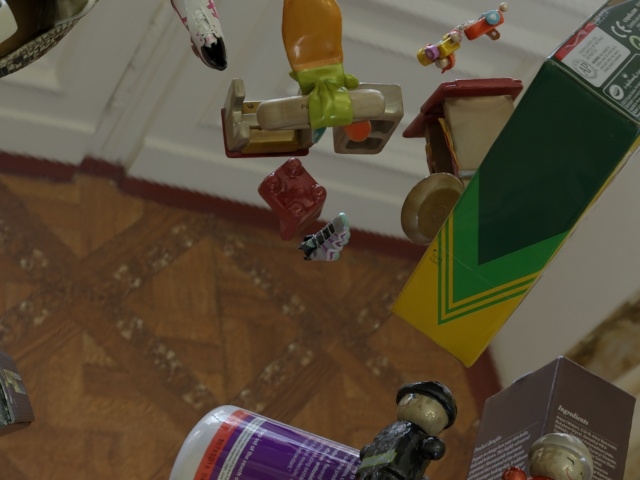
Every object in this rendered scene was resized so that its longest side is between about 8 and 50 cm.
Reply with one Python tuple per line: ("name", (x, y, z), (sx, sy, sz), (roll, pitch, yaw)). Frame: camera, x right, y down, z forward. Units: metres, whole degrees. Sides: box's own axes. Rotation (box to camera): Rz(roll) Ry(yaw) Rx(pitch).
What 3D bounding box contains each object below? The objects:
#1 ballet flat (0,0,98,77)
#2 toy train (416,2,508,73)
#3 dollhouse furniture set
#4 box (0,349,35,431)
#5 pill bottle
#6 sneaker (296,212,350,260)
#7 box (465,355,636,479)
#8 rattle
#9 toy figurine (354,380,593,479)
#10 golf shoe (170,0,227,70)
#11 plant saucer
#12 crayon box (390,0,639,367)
("ballet flat", (-0.324, -0.217, 1.118), (0.483, 0.182, 0.164), (-45, 123, -31))
("toy train", (0.197, -0.270, 1.623), (0.125, 0.166, 0.046), (-31, 97, -4))
("dollhouse furniture set", (0.072, -0.074, 1.421), (0.374, 0.152, 0.201), (-3, 71, -15))
("box", (-0.308, 0.134, 0.759), (0.233, 0.183, 0.059), (-20, 85, -13))
("pill bottle", (-0.002, 0.313, 1.315), (0.323, 0.181, 0.181), (17, 38, 16))
("sneaker", (0.000, 0.000, 1.662), (0.069, 0.098, 0.038), (-8, 53, -22))
("box", (0.275, 0.362, 1.533), (0.143, 0.191, 0.381), (28, 55, -13))
("rattle", (0.002, -0.168, 1.179), (0.142, 0.130, 0.200), (67, 22, 1))
("toy figurine", (0.136, 0.254, 1.102), (0.213, 0.209, 0.148), (17, 46, 19))
("golf shoe", (-0.203, -0.380, 2.068), (0.067, 0.186, 0.086), (-32, 44, -9))
("plant saucer", (0.125, -0.031, 1.266), (0.083, 0.083, 0.015), (5, 23, -33))
("crayon box", (0.244, -0.092, 1.134), (0.106, 0.313, 0.363), (38, 42, 9))
